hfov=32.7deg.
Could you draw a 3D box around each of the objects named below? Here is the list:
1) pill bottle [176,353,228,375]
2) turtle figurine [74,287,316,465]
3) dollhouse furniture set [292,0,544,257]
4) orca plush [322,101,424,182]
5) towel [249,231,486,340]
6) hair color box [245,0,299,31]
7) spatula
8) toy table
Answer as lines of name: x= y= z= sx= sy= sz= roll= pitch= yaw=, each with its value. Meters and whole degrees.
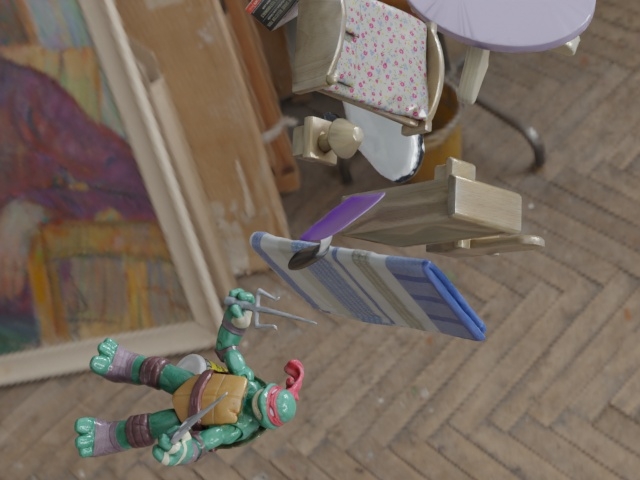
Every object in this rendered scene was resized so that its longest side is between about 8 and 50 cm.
pill bottle: x=-0.150 y=0.210 z=1.550 sx=0.065 sy=0.116 sz=0.065 roll=-24 pitch=50 yaw=32
turtle figurine: x=-0.108 y=0.143 z=0.995 sx=0.234 sy=0.118 sz=0.175 roll=-7 pitch=42 yaw=27
dollhouse furniture set: x=0.137 y=-0.178 z=1.242 sx=0.173 sy=0.303 sz=0.356 roll=-7 pitch=76 yaw=45
orca plush: x=0.070 y=-0.208 z=1.521 sx=0.151 sy=0.102 sz=0.287 roll=-43 pitch=73 yaw=16
towel: x=0.061 y=0.057 z=1.432 sx=0.285 sy=0.209 sz=0.034 roll=8 pitch=65 yaw=37
hair color box: x=-0.038 y=-0.300 z=1.319 sx=0.072 sy=0.043 sz=0.141 roll=-47 pitch=5 yaw=20
spatula: x=0.000 y=0.000 z=1.237 sx=0.084 sy=0.296 sz=0.030 roll=-38 pitch=87 yaw=-18
toy table: x=0.248 y=-0.332 z=1.553 sx=0.274 sy=0.161 sz=0.252 roll=31 pitch=85 yaw=15
